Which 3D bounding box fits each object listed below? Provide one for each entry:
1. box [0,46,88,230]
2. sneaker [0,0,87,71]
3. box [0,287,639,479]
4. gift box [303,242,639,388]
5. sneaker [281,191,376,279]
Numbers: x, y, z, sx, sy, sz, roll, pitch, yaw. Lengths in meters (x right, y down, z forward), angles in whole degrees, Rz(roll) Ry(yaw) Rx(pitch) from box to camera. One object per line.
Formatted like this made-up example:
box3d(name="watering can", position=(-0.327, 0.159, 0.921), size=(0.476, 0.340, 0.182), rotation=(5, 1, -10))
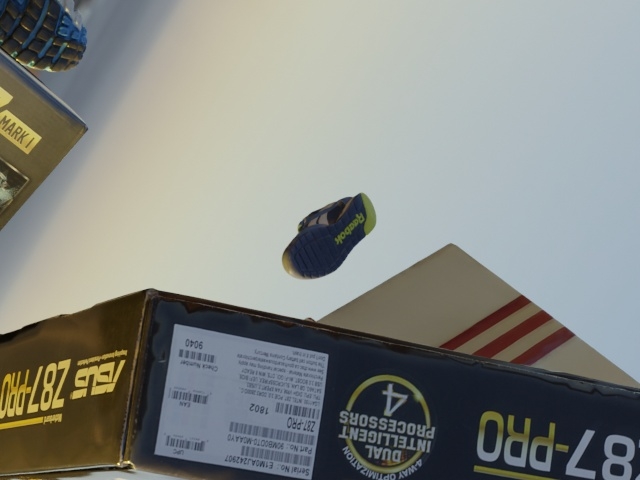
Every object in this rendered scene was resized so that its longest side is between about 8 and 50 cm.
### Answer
box3d(name="box", position=(-0.253, -0.057, 0.942), size=(0.183, 0.232, 0.059), rotation=(-49, -133, 0))
box3d(name="sneaker", position=(-0.271, -0.189, 1.472), size=(0.071, 0.190, 0.083), rotation=(-65, -163, -12))
box3d(name="box", position=(0.021, 0.117, 1.064), size=(0.318, 0.395, 0.097), rotation=(-11, -111, 63))
box3d(name="gift box", position=(0.060, 0.181, 1.497), size=(0.258, 0.276, 0.255), rotation=(-29, 143, -43))
box3d(name="sneaker", position=(0.000, 0.000, 1.981), size=(0.059, 0.053, 0.144), rotation=(-7, -159, 41))
